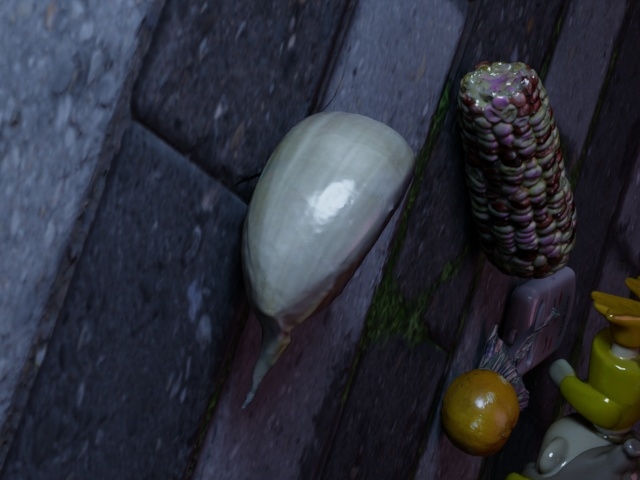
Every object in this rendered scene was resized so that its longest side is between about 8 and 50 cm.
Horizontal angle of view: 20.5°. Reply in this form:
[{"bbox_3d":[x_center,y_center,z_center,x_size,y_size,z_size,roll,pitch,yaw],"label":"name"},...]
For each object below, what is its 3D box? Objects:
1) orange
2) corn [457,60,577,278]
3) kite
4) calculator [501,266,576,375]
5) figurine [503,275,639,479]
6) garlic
[{"bbox_3d":[0.150,0.161,1.653,0.083,0.070,0.083,-53,155,-39],"label":"orange"},{"bbox_3d":[0.167,-0.061,1.524,0.092,0.092,0.280,-63,154,-26],"label":"corn"},{"bbox_3d":[0.188,0.123,1.754,0.157,0.011,0.139,-47,138,-18],"label":"kite"},{"bbox_3d":[0.224,0.083,1.837,0.175,0.032,0.100,-22,126,-63],"label":"calculator"},{"bbox_3d":[0.306,0.217,1.915,0.215,0.187,0.344,-5,114,-38],"label":"figurine"},{"bbox_3d":[-0.003,0.002,1.144,0.128,0.090,0.198,97,15,-56],"label":"garlic"}]
